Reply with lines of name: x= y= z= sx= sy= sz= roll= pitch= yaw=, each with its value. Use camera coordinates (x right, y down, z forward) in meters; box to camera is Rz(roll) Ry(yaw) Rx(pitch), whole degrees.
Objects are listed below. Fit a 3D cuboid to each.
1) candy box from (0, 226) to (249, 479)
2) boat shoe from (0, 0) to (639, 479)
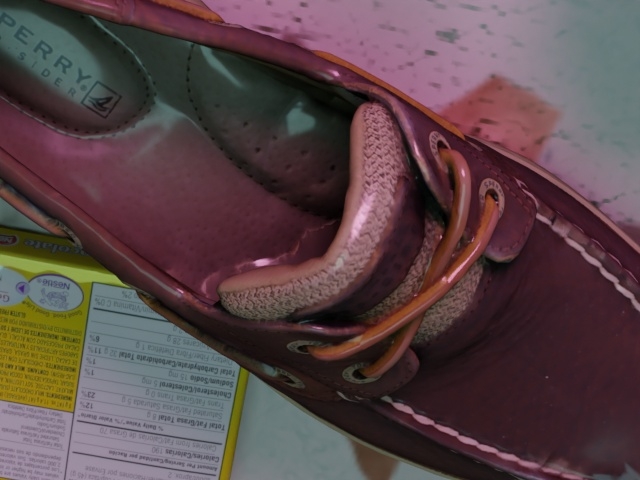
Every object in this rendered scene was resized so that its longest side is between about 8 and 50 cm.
candy box: x=-0.130 y=0.044 z=0.635 sx=0.206 sy=0.027 sz=0.105 roll=11 pitch=118 yaw=-3
boat shoe: x=0.000 y=0.000 z=0.540 sx=0.342 sy=0.123 sz=0.123 roll=35 pitch=98 yaw=-12
